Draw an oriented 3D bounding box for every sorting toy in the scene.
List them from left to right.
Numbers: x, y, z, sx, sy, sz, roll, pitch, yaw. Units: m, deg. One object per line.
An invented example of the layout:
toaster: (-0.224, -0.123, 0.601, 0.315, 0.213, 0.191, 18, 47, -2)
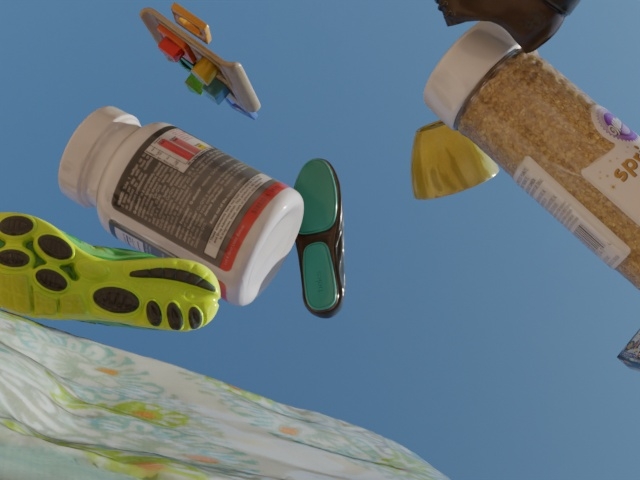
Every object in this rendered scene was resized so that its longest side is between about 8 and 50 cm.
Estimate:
sorting toy: (-0.202, -0.284, 1.496, 0.196, 0.348, 0.047, 33, -99, 15)

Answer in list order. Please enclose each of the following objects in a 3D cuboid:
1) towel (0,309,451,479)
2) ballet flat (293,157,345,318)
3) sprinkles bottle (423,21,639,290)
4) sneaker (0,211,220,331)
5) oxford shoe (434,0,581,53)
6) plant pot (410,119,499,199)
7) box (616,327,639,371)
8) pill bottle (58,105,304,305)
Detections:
towel: (-0.054, 0.133, 0.491, 0.374, 0.320, 0.090, 20, -91, -10)
ballet flat: (0.000, 0.000, 1.595, 0.095, 0.096, 0.281, -4, -103, 16)
sprinkles bottle: (0.268, -0.073, 0.922, 0.121, 0.121, 0.355, -46, -105, 3)
sneaker: (-0.264, 0.050, 1.033, 0.295, 0.123, 0.110, 16, -103, -12)
oxford shoe: (0.128, -0.254, 0.861, 0.227, 0.083, 0.096, 34, -66, -2)
plant pot: (0.188, -0.129, 1.363, 0.134, 0.134, 0.095, -16, -76, 20)
box: (0.446, 0.130, 1.172, 0.027, 0.137, 0.094, 41, -94, -4)
pill bottle: (-0.227, -0.065, 1.477, 0.362, 0.210, 0.210, 29, -96, 12)
